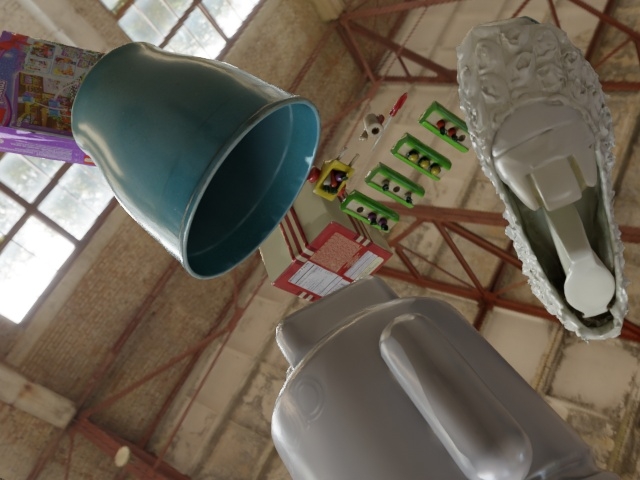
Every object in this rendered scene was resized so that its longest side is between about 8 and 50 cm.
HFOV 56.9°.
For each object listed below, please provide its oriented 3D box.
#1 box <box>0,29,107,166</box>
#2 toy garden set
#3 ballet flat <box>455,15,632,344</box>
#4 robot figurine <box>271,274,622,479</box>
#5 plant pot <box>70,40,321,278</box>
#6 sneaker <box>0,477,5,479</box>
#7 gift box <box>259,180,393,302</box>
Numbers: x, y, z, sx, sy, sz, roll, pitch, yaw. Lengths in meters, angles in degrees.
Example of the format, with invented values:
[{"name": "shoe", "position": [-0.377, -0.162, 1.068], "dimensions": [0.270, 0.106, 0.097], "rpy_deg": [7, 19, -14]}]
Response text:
[{"name": "box", "position": [-0.495, -0.263, 1.074], "dimensions": [0.293, 0.200, 0.057], "rpy_deg": [-102, -151, -42]}, {"name": "toy garden set", "position": [0.116, -0.124, 0.974], "dimensions": [0.244, 0.203, 0.049], "rpy_deg": [-48, -145, 27]}, {"name": "ballet flat", "position": [0.266, -0.044, 0.642], "dimensions": [0.146, 0.409, 0.147], "rpy_deg": [-23, -149, 15]}, {"name": "robot figurine", "position": [0.094, 0.185, 0.461], "dimensions": [0.199, 0.300, 0.353], "rpy_deg": [-28, -132, -14]}, {"name": "plant pot", "position": [-0.179, -0.131, 0.802], "dimensions": [0.255, 0.272, 0.272], "rpy_deg": [35, -102, 16]}, {"name": "sneaker", "position": [-0.199, 0.217, 0.333], "dimensions": [0.299, 0.111, 0.121], "rpy_deg": [-6, -160, 35]}, {"name": "gift box", "position": [0.000, 0.000, 1.470], "dimensions": [0.255, 0.276, 0.258], "rpy_deg": [-42, -136, 17]}]
